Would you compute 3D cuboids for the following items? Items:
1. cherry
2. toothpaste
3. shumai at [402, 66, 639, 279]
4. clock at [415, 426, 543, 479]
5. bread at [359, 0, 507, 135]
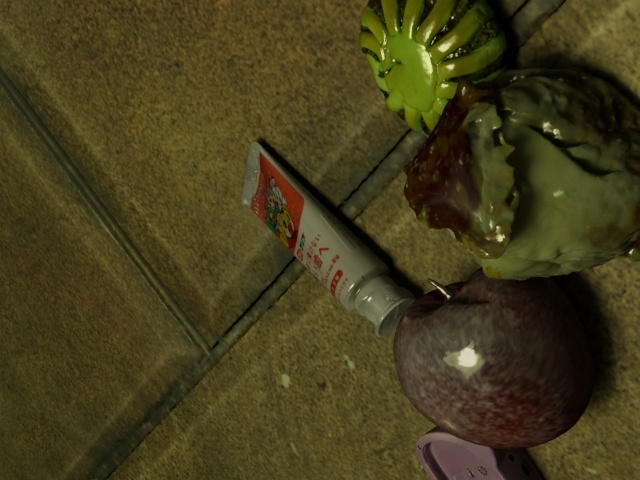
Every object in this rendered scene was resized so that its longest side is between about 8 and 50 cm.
[{"bbox_3d":[0.145,0.103,1.045,0.176,0.140,0.176,14,123,23],"label":"cherry"},{"bbox_3d":[0.000,0.000,1.215,0.234,0.057,0.089,46,143,28],"label":"toothpaste"},{"bbox_3d":[0.157,-0.041,0.904,0.184,0.142,0.184,12,112,31],"label":"shumai"},{"bbox_3d":[0.169,0.234,1.186,0.153,0.050,0.110,56,143,2],"label":"clock"},{"bbox_3d":[0.088,-0.147,0.990,0.130,0.071,0.139,16,127,36],"label":"bread"}]
